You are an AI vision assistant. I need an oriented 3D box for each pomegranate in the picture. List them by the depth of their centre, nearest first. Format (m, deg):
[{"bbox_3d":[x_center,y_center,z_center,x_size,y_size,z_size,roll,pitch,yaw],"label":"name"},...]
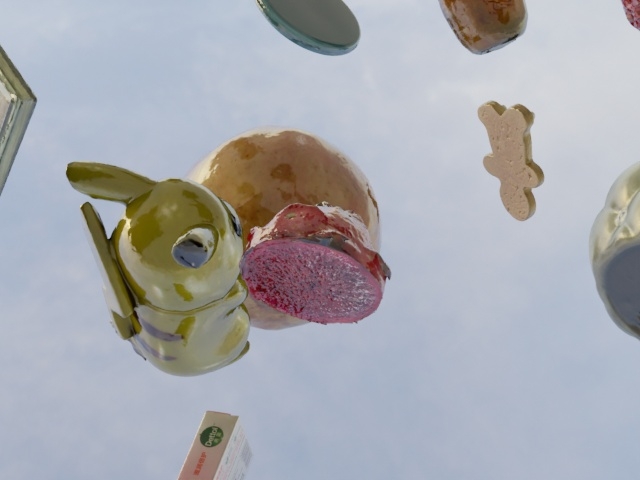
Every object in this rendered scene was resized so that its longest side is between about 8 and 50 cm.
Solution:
[{"bbox_3d":[-0.067,-0.033,1.575,0.338,0.338,0.338,10,-129,-13],"label":"pomegranate"}]

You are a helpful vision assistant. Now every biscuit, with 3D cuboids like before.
[{"bbox_3d":[0.361,-0.149,1.890,0.035,0.240,0.158,-26,-151,-21],"label":"biscuit"}]

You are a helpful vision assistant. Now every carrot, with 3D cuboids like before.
[{"bbox_3d":[0.148,-0.285,1.018,0.087,0.087,0.194,-19,-89,-31],"label":"carrot"}]

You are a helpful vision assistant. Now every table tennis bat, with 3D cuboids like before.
[{"bbox_3d":[-0.033,-0.269,1.078,0.124,0.033,0.201,-13,-122,-45],"label":"table tennis bat"}]

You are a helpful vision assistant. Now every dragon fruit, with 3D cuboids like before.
[{"bbox_3d":[0.000,0.000,1.011,0.153,0.153,0.111,17,-124,-8],"label":"dragon fruit"}]

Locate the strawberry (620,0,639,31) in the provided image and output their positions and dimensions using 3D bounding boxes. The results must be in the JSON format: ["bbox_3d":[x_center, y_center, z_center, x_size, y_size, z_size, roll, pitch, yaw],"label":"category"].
[{"bbox_3d":[0.315,-0.206,0.690,0.261,0.257,0.261,34,-144,-30],"label":"strawberry"}]

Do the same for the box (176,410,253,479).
[{"bbox_3d":[-0.122,0.270,1.157,0.043,0.089,0.125,6,-132,18],"label":"box"}]

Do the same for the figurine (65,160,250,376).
[{"bbox_3d":[-0.181,0.032,1.217,0.218,0.327,0.169,35,-127,25],"label":"figurine"}]

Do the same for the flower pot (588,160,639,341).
[{"bbox_3d":[0.437,0.008,1.184,0.246,0.246,0.195,35,-128,8],"label":"flower pot"}]

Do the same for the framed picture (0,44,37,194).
[{"bbox_3d":[-0.385,-0.108,1.019,0.019,0.296,0.232,-13,-125,-46],"label":"framed picture"}]
